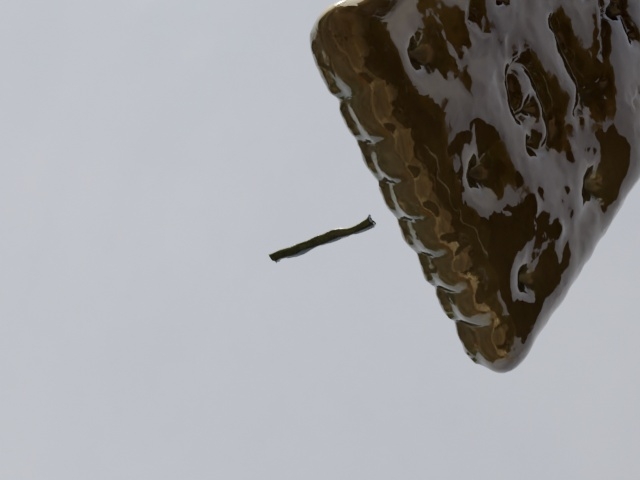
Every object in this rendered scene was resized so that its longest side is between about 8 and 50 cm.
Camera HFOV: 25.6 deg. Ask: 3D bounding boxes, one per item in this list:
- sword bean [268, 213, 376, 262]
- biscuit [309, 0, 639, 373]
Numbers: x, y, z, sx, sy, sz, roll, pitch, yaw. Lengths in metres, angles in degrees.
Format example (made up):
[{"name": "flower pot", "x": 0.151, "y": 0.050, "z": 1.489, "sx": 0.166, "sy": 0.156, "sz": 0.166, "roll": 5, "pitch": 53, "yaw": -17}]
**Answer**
[{"name": "sword bean", "x": 0.000, "y": 0.000, "z": 0.945, "sx": 0.083, "sy": 0.012, "sz": 0.012, "roll": -19, "pitch": -103, "yaw": 25}, {"name": "biscuit", "x": 0.126, "y": -0.108, "z": 0.746, "sx": 0.044, "sy": 0.325, "sz": 0.217, "roll": -5, "pitch": -56, "yaw": 43}]
